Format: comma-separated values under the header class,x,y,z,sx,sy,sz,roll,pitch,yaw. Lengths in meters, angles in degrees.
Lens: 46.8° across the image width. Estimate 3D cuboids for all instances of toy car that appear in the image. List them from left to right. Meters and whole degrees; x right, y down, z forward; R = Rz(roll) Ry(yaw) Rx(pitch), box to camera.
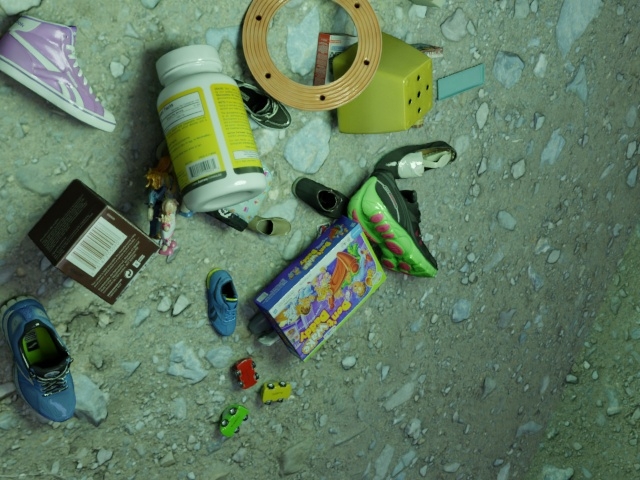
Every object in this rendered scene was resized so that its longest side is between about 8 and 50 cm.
class,x,y,z,sx,sy,sz,roll,pitch,yaw
toy car,-0.219,0.459,2.130,0.225,0.053,0.239,-53,131,-5

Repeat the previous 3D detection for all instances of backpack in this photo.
class,x,y,z,sx,sy,sz,roll,pitch,yaw
backpack,-0.201,-0.125,1.837,0.152,0.115,0.182,32,86,-39

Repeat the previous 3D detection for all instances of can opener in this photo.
class,x,y,z,sx,sy,sz,roll,pitch,yaw
can opener,-0.072,0.202,2.111,0.280,0.074,0.093,-33,127,-22

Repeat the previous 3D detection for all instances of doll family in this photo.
class,x,y,z,sx,sy,sz,roll,pitch,yaw
doll family,-0.360,-0.097,1.688,0.118,0.263,0.163,10,124,1

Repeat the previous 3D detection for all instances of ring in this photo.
class,x,y,z,sx,sy,sz,roll,pitch,yaw
ring,-0.019,-0.474,1.766,0.336,0.032,0.337,0,88,-7

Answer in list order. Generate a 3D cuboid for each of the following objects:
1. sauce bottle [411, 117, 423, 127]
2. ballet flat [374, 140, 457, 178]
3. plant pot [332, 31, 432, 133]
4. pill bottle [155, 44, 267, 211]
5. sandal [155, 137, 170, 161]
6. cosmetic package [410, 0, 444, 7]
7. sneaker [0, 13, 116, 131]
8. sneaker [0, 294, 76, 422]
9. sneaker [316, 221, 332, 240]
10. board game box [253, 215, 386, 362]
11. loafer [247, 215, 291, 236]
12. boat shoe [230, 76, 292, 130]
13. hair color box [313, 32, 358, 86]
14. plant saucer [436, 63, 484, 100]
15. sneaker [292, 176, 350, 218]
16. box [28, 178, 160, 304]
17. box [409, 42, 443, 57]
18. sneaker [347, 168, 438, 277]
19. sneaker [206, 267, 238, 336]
class,x,y,z,sx,sy,sz,roll,pitch,yaw
sauce bottle,0.276,-0.389,2.131,0.042,0.042,0.128,-24,124,-27
ballet flat,0.292,-0.237,2.177,0.280,0.096,0.095,-21,122,-29
plant pot,0.174,-0.393,1.905,0.212,0.187,0.212,-42,138,-37
pill bottle,-0.248,-0.245,1.619,0.187,0.188,0.334,-13,83,-33
sandal,-0.317,-0.251,1.732,0.072,0.049,0.180,39,84,-42
cosmetic package,0.205,-0.730,1.876,0.309,0.113,0.160,14,101,-40
sneaker,-0.508,-0.345,1.511,0.282,0.102,0.161,36,83,-42
sneaker,-0.630,0.292,1.674,0.129,0.147,0.330,-26,125,-26
sneaker,0.000,0.000,2.096,0.118,0.042,0.067,-51,136,-18
board game box,0.008,0.133,2.045,0.347,0.078,0.233,-44,131,-17
loafer,-0.134,-0.034,1.972,0.148,0.050,0.056,3,108,-38
boat shoe,-0.144,-0.326,1.817,0.219,0.070,0.078,24,95,-42
hair color box,0.038,-0.448,1.914,0.093,0.053,0.167,-9,116,-36
plant saucer,0.420,-0.477,2.220,0.192,0.018,0.067,-25,123,-28
sneaker,0.031,-0.097,2.025,0.222,0.118,0.083,21,96,-41
box,-0.492,0.001,1.609,0.168,0.203,0.167,-51,131,-6
box,0.254,-0.515,2.023,0.137,0.094,0.027,-15,118,-31
sneaker,0.247,-0.037,2.172,0.202,0.185,0.483,-65,146,-19
sneaker,-0.252,0.176,1.958,0.069,0.082,0.210,-22,124,-31
